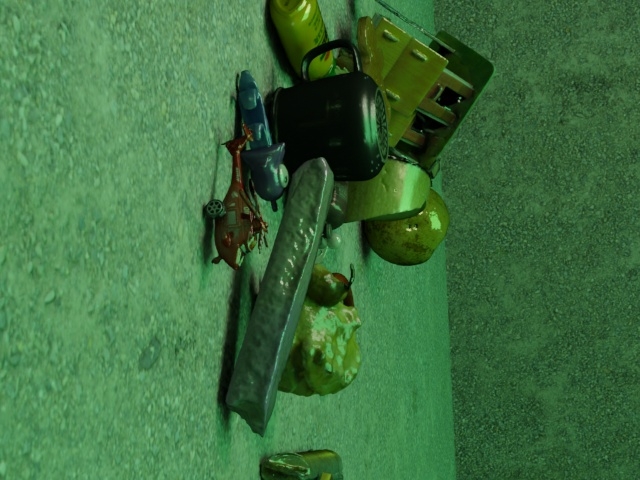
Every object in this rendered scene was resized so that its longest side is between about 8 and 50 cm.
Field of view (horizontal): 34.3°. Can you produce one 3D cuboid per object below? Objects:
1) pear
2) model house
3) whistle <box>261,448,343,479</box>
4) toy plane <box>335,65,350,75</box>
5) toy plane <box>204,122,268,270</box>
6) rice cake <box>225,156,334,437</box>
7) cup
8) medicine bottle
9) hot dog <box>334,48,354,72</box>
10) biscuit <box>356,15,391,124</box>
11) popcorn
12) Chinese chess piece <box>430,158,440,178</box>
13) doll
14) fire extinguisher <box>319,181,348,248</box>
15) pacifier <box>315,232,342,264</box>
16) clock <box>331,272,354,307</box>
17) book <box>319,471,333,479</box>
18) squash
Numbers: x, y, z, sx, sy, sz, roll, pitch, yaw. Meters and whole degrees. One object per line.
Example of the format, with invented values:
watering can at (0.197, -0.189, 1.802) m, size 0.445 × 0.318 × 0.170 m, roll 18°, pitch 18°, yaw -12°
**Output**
pear at (0.185, -0.045, 2.338) m, size 0.197 × 0.197 × 0.197 m, roll -2°, pitch 90°, yaw -77°
model house at (0.126, -0.372, 2.267) m, size 0.324 × 0.340 × 0.300 m, roll 18°, pitch 111°, yaw -50°
whistle at (-0.020, 0.364, 1.659) m, size 0.326 × 0.068 × 0.057 m, roll 42°, pitch 61°, yaw -73°
toy plane at (0.024, -0.297, 1.924) m, size 0.111 × 0.102 × 0.040 m, roll 55°, pitch -23°, yaw 20°
toy plane at (-0.110, -0.057, 1.331) m, size 0.126 × 0.077 × 0.194 m, roll 19°, pitch 62°, yaw -79°
rice cake at (-0.053, 0.066, 1.421) m, size 0.070 × 0.064 × 0.399 m, roll 78°, pitch 25°, yaw -67°
cup at (0.011, -0.199, 1.621) m, size 0.169 × 0.177 × 0.223 m, roll 8°, pitch 77°, yaw -74°
medicine bottle at (-0.017, -0.309, 1.736) m, size 0.309 × 0.076 × 0.111 m, roll 67°, pitch 26°, yaw -59°
hot dog at (0.062, -0.248, 2.071) m, size 0.109 × 0.072 × 0.269 m, roll -35°, pitch 120°, yaw -72°
biscuit at (0.096, -0.316, 2.012) m, size 0.158 × 0.035 × 0.240 m, roll -64°, pitch 146°, yaw -61°
popcorn at (-0.010, 0.132, 1.520) m, size 0.168 × 0.173 × 0.195 m, roll 9°, pitch 82°, yaw -33°
Chinese chess piece at (0.220, -0.304, 2.598) m, size 0.338 × 0.141 × 0.338 m, roll 0°, pitch 90°, yaw -76°
doll at (-0.085, -0.140, 1.460) m, size 0.110 × 0.067 × 0.205 m, roll -42°, pitch 119°, yaw -84°
fire extinguisher at (-0.001, -0.102, 1.728) m, size 0.105 × 0.105 × 0.269 m, roll 66°, pitch 26°, yaw -58°
pacifier at (0.000, 0.000, 1.769) m, size 0.081 × 0.078 × 0.099 m, roll -40°, pitch 131°, yaw -47°
clock at (0.028, 0.162, 1.914) m, size 0.205 × 0.051 × 0.205 m, roll -2°, pitch 90°, yaw -78°
book at (-0.034, 0.569, 1.530) m, size 0.374 × 0.028 × 0.262 m, roll -64°, pitch 156°, yaw -50°
squash at (0.099, -0.070, 1.884) m, size 0.220 × 0.220 × 0.133 m, roll 48°, pitch 41°, yaw -70°
